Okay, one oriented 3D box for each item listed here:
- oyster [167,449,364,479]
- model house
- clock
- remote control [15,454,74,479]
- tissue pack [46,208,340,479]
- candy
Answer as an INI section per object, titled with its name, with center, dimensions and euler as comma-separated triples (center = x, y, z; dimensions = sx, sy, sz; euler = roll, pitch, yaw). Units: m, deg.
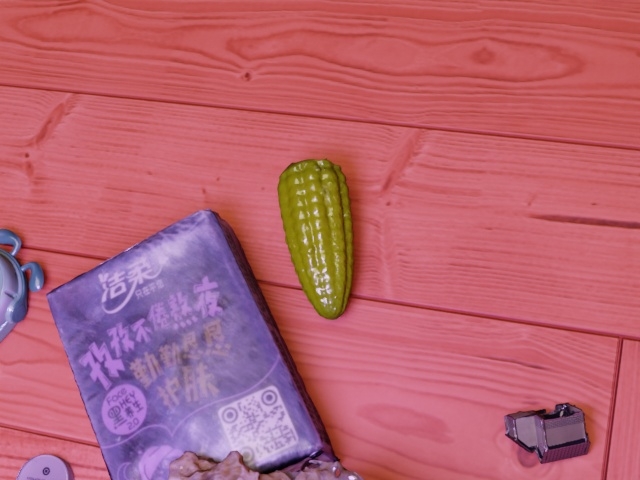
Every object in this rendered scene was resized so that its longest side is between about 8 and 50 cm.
[oyster]
center = -0.056, 0.306, 0.968
dimensions = 0.238, 0.115, 0.351
euler = -50, 35, -9
[model house]
center = 0.264, 0.227, 1.134
dimensions = 0.083, 0.057, 0.058
euler = -11, 94, -11
[clock]
center = -0.480, 0.072, 1.351
dimensions = 0.188, 0.060, 0.148
euler = -43, 67, -6
[remote control]
center = -0.370, 0.394, 1.229
dimensions = 0.077, 0.022, 0.245
euler = 7, 71, 13
[tissue pack]
center = -0.167, 0.166, 1.218
dimensions = 0.259, 0.122, 0.361
euler = -28, 65, 0
[candy]
center = 0.000, 0.000, 1.254
dimensions = 0.096, 0.097, 0.209
euler = -11, 74, 9
